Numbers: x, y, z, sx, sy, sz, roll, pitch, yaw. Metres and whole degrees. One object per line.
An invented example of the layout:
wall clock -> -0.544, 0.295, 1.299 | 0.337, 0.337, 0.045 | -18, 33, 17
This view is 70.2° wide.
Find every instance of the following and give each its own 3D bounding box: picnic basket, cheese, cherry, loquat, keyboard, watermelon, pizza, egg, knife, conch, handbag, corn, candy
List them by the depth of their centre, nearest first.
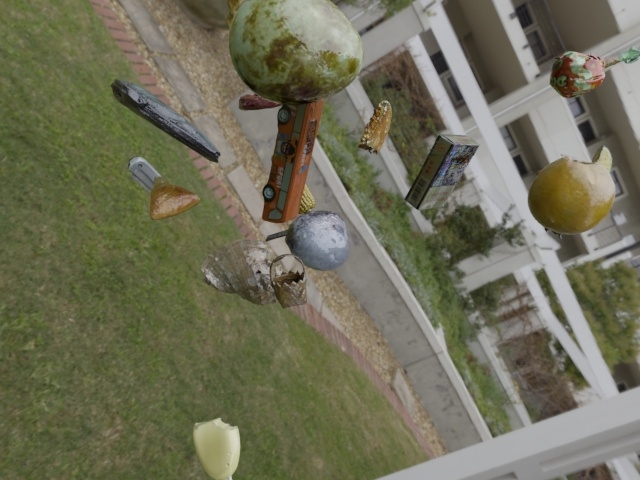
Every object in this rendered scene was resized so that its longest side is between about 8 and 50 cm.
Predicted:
candy -> 0.564, -0.344, 0.824 | 0.078, 0.287, 0.084 | -43, 112, -77
egg -> -0.051, -0.410, 0.973 | 0.238, 0.289, 0.238 | -169, -90, -86
cheese -> -0.251, 0.588, 1.173 | 0.050, 0.127, 0.256 | 39, 32, -71
handbag -> -0.428, -0.333, 1.268 | 0.191, 0.075, 0.332 | 37, 1, 43
loquat -> 0.737, -0.125, 1.350 | 0.244, 0.243, 0.244 | 55, 17, -26
corn -> -0.094, -0.191, 1.507 | 0.231, 0.080, 0.080 | 61, 15, 3
knife -> -0.543, -0.176, 1.520 | 0.040, 0.073, 0.265 | 42, -8, 40
picnic basket -> -0.113, 0.132, 1.589 | 0.138, 0.128, 0.179 | -146, -138, -68
watermelon -> 1.058, -0.270, 1.761 | 0.092, 0.182, 0.075 | 12, 7, -28
conch -> -0.278, 0.102, 1.802 | 0.352, 0.210, 0.297 | 14, 49, -32
cherry -> 0.000, 0.000, 1.893 | 0.296, 0.218, 0.255 | 1, 86, -28
keyboard -> -0.171, -0.028, 2.015 | 0.053, 0.155, 0.010 | -79, 149, -59
pizza -> 0.258, -0.533, 2.231 | 0.081, 0.229, 0.290 | 32, -34, 20

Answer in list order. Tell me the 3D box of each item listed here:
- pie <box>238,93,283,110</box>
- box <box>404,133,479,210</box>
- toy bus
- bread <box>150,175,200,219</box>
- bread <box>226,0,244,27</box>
pie -> -0.162, -0.429, 1.392 | 0.182, 0.182, 0.050 | -80, 162, -66
box -> 0.489, -0.273, 1.842 | 0.198, 0.310, 0.084 | -10, 45, -42
toy bus -> -0.076, -0.236, 1.203 | 0.092, 0.409, 0.093 | 24, 25, 20
bread -> -0.453, -0.113, 1.328 | 0.054, 0.154, 0.136 | 103, 13, -57
bread -> -0.202, -0.699, 1.219 | 0.098, 0.270, 0.087 | -11, 29, -37
